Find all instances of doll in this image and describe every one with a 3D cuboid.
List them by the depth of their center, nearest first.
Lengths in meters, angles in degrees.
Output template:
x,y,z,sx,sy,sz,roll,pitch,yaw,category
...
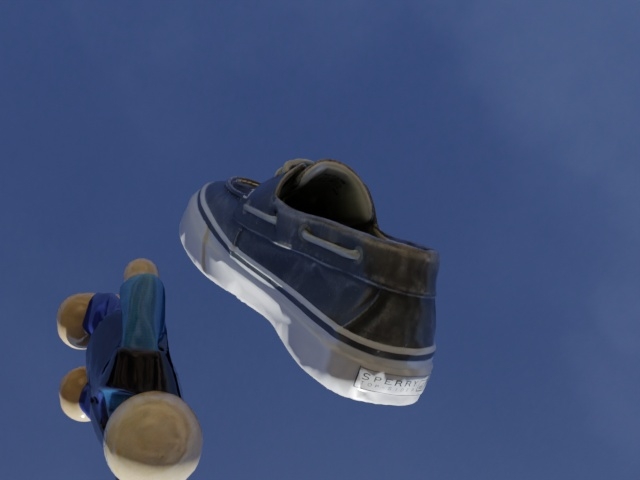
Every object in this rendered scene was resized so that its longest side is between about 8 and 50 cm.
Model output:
x,y,z,sx,sy,sz,roll,pitch,yaw,category
-0.082,0.071,0.527,0.046,0.189,0.129,-3,-85,-18,doll

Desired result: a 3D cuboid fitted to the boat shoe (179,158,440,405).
x,y,z,sx,sy,sz,roll,pitch,yaw,category
0.000,0.000,0.875,0.121,0.119,0.335,12,-167,-31,boat shoe
